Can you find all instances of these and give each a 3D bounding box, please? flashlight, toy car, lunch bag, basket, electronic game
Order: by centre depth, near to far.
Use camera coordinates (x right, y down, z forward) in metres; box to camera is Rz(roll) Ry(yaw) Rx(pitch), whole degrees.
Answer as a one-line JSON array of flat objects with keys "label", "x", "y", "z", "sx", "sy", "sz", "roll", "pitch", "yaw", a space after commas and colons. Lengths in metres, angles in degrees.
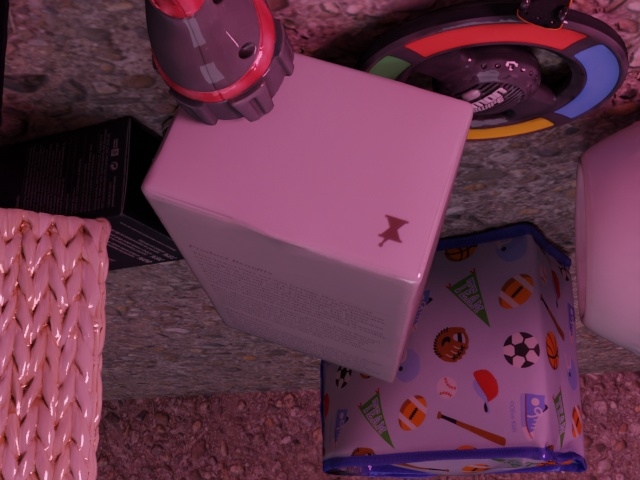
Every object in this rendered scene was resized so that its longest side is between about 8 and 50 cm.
[{"label": "flashlight", "x": -0.099, "y": -0.169, "z": 0.532, "sx": 0.103, "sy": 0.103, "sz": 0.304, "roll": 31, "pitch": 175, "yaw": 17}, {"label": "toy car", "x": 0.201, "y": -0.178, "z": 0.604, "sx": 0.122, "sy": 0.060, "sz": 0.040, "roll": 3, "pitch": -165, "yaw": 12}, {"label": "electronic game", "x": 0.141, "y": -0.135, "z": 0.735, "sx": 0.229, "sy": 0.048, "sz": 0.229, "roll": 0, "pitch": 164, "yaw": 0}, {"label": "basket", "x": -0.363, "y": 0.154, "z": 0.839, "sx": 0.266, "sy": 0.331, "sz": 0.328, "roll": 6, "pitch": 161, "yaw": -21}, {"label": "lunch bag", "x": 0.175, "y": 0.182, "z": 1.282, "sx": 0.386, "sy": 0.327, "sz": 0.239, "roll": -12, "pitch": 155, "yaw": 30}]

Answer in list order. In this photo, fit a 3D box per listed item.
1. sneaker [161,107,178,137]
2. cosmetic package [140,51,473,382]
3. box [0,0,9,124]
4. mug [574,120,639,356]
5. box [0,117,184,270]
[{"label": "sneaker", "x": -0.140, "y": -0.103, "z": 0.858, "sx": 0.031, "sy": 0.035, "sz": 0.083, "roll": 6, "pitch": 161, "yaw": -17}, {"label": "cosmetic package", "x": 0.000, "y": 0.000, "z": 0.875, "sx": 0.230, "sy": 0.161, "sz": 0.453, "roll": 18, "pitch": 163, "yaw": 8}, {"label": "box", "x": -0.395, "y": -0.064, "z": 0.480, "sx": 0.396, "sy": 0.293, "sz": 0.212, "roll": 7, "pitch": 138, "yaw": -18}, {"label": "mug", "x": 0.418, "y": 0.018, "z": 0.836, "sx": 0.328, "sy": 0.276, "sz": 0.374, "roll": 0, "pitch": 156, "yaw": 13}, {"label": "box", "x": -0.248, "y": -0.039, "z": 0.939, "sx": 0.207, "sy": 0.108, "sz": 0.153, "roll": -7, "pitch": 160, "yaw": 23}]
